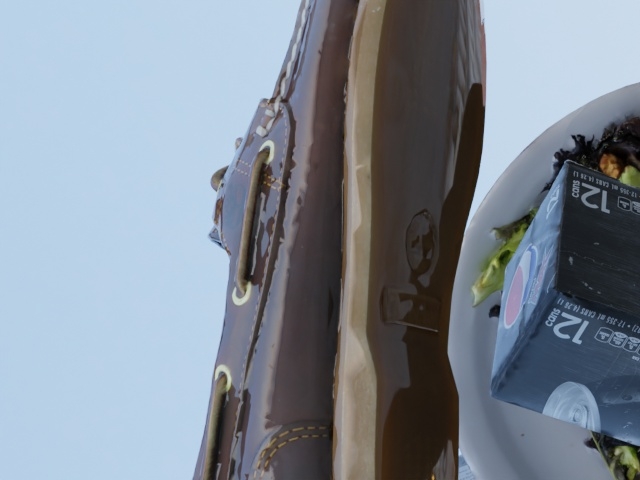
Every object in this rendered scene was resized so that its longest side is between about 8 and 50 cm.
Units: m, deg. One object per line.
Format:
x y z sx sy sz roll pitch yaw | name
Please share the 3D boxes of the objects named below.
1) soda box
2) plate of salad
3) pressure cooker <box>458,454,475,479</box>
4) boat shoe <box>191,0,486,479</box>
0.140 0.038 0.528 0.169 0.053 0.060 19 -136 -5 | soda box
0.143 0.038 0.642 0.200 0.200 0.048 45 -179 -13 | plate of salad
0.147 0.349 0.950 0.375 0.370 0.420 17 -159 -4 | pressure cooker
0.000 0.000 0.467 0.073 0.073 0.207 33 -120 -56 | boat shoe
